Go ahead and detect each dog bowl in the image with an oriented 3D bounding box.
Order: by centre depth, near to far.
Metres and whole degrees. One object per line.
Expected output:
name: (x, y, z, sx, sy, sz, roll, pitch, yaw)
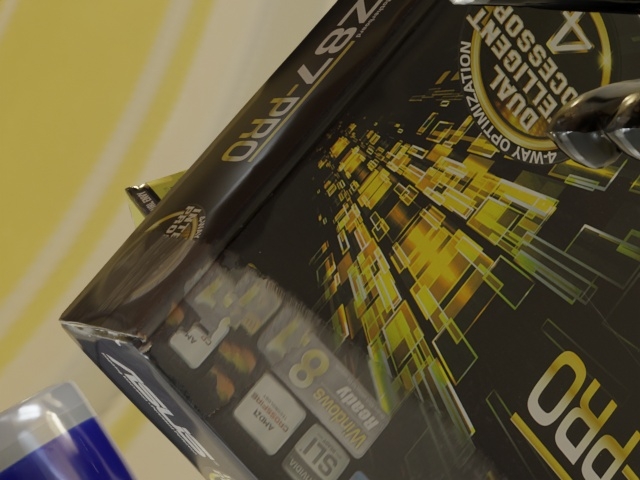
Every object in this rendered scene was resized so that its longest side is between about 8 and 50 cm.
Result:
dog bowl: (-0.232, 0.198, 1.188, 0.265, 0.265, 0.104, -34, -93, -6)

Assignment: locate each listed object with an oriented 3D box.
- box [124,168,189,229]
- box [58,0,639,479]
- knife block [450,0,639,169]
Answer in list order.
box: (0.015, -0.019, 1.084, 0.232, 0.087, 0.058, -18, -153, -15)
box: (0.103, 0.061, 1.017, 0.318, 0.395, 0.097, -48, -154, -18)
knife block: (0.139, -0.106, 0.393, 0.088, 0.242, 0.275, 3, -132, 46)
